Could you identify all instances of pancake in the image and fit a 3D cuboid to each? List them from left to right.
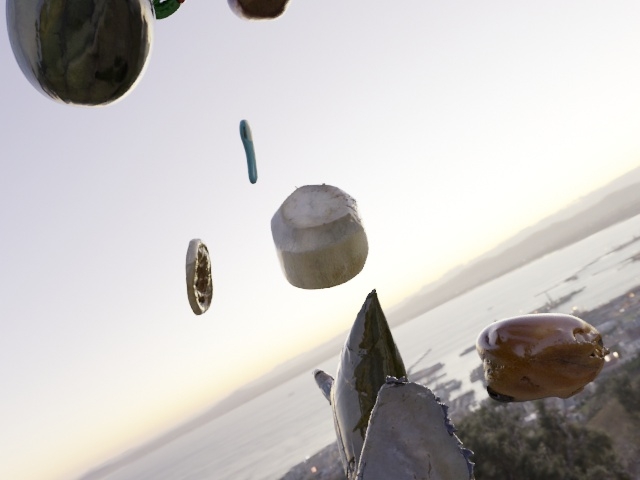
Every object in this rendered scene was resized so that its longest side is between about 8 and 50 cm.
[{"bbox_3d":[-0.227,0.069,0.978,0.025,0.151,0.151,-4,-11,0],"label":"pancake"}]

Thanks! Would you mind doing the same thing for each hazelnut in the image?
[{"bbox_3d":[-0.174,-0.734,1.524,0.212,0.180,0.181,-19,-40,-5],"label":"hazelnut"}]

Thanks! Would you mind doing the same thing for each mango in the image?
[{"bbox_3d":[0.468,0.249,1.128,0.287,0.201,0.152,-23,33,44],"label":"mango"}]

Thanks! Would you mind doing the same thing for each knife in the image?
[{"bbox_3d":[-0.244,-0.298,1.760,0.032,0.221,0.064,3,22,26],"label":"knife"}]

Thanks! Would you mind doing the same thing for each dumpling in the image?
[{"bbox_3d":[0.106,0.319,0.594,0.166,0.086,0.332,2,46,27],"label":"dumpling"}]

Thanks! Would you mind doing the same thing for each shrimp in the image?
[{"bbox_3d":[0.064,0.463,1.460,0.075,0.178,0.289,-41,24,-20],"label":"shrimp"}]

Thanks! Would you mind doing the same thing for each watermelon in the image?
[{"bbox_3d":[-0.481,-0.452,1.060,0.279,0.359,0.279,9,16,-3],"label":"watermelon"}]

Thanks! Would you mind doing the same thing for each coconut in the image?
[{"bbox_3d":[0.000,0.000,1.285,0.245,0.245,0.247,-25,-45,-15],"label":"coconut"}]

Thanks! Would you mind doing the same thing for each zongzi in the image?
[{"bbox_3d":[0.124,0.353,1.066,0.174,0.356,0.392,-4,-48,-8],"label":"zongzi"}]

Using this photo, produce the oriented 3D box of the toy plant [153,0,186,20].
[{"bbox_3d":[-0.402,-0.602,1.231,0.241,0.088,0.154,-13,-57,-9],"label":"toy plant"}]
